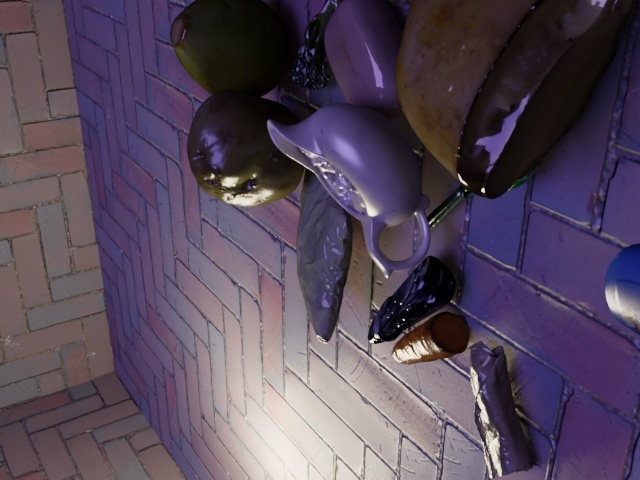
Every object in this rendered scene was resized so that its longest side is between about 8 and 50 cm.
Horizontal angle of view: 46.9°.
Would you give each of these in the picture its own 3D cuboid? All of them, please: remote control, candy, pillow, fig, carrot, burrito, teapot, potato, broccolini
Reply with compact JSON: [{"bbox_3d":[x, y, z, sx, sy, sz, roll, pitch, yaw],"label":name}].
[{"bbox_3d":[0.149,0.113,1.233,0.066,0.090,0.266,31,148,-2],"label":"remote control"},{"bbox_3d":[0.210,-0.073,1.048,0.097,0.097,0.323,67,158,13],"label":"candy"},{"bbox_3d":[0.000,0.000,1.345,0.280,0.076,0.274,-102,16,-53],"label":"pillow"},{"bbox_3d":[-0.173,-0.377,1.395,0.207,0.230,0.207,-31,41,31],"label":"fig"},{"bbox_3d":[0.165,0.176,1.231,0.205,0.072,0.072,-40,69,59],"label":"carrot"},{"bbox_3d":[0.266,0.263,1.110,0.087,0.060,0.225,1,106,65],"label":"burrito"},{"bbox_3d":[0.064,-0.090,1.105,0.299,0.166,0.208,58,157,2],"label":"teapot"},{"bbox_3d":[-0.131,-0.169,1.387,0.351,0.218,0.202,-78,5,-80],"label":"potato"},{"bbox_3d":[0.191,-0.217,0.827,0.242,0.243,0.285,47,132,39],"label":"potato"},{"bbox_3d":[0.039,-0.395,1.186,0.074,0.078,0.392,33,140,3],"label":"broccolini"}]

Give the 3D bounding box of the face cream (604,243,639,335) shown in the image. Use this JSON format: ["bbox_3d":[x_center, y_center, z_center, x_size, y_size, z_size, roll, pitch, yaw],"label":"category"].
[{"bbox_3d":[0.405,0.086,0.721,0.149,0.083,0.264,54,171,-26],"label":"face cream"}]

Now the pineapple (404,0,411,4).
[{"bbox_3d":[0.129,-0.385,0.988,0.248,0.128,0.128,53,145,43],"label":"pineapple"}]

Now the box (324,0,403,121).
[{"bbox_3d":[0.077,-0.280,1.143,0.200,0.088,0.146,66,151,12],"label":"box"}]
